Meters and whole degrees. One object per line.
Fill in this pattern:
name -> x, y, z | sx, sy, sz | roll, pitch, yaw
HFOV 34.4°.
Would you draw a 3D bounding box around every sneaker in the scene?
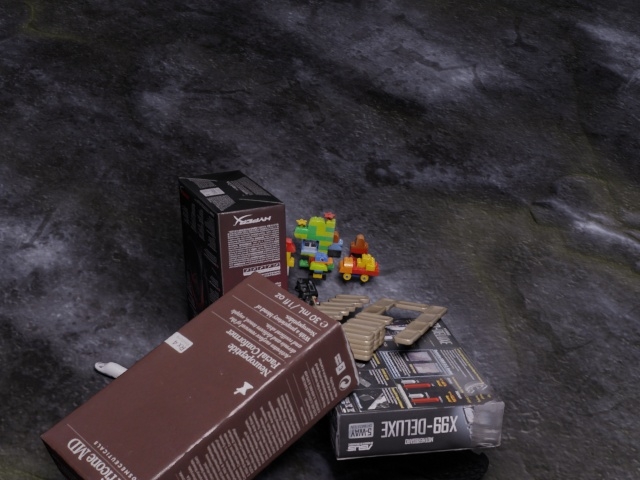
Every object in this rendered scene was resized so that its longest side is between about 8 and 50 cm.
sneaker -> 0.144, 0.292, 1.573 | 0.235, 0.084, 0.097 | 14, 41, 7

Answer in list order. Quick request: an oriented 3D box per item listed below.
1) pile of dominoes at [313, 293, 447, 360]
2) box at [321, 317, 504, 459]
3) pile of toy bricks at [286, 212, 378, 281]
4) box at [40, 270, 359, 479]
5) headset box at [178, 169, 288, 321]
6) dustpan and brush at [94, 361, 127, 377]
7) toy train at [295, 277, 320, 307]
pile of dominoes -> 0.079, 0.137, 1.655 | 0.196, 0.040, 0.251 | 8, 11, 20
box -> 0.111, 0.214, 1.578 | 0.242, 0.076, 0.307 | -2, 20, -12
pile of toy bricks -> 0.000, 0.000, 1.835 | 0.212, 0.105, 0.118 | 5, 27, -4
box -> -0.153, 0.225, 1.383 | 0.381, 0.143, 0.191 | -40, 45, -24
headset box -> -0.136, 0.059, 1.626 | 0.110, 0.293, 0.218 | -9, 20, -21
dustpan and brush -> -0.255, 0.217, 1.624 | 0.211, 0.060, 0.147 | 21, 36, 5
toy train -> -0.008, 0.122, 1.780 | 0.036, 0.027, 0.158 | 2, 41, -23
